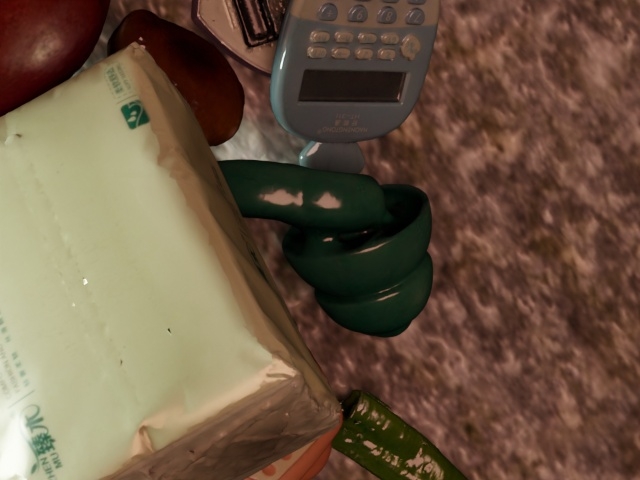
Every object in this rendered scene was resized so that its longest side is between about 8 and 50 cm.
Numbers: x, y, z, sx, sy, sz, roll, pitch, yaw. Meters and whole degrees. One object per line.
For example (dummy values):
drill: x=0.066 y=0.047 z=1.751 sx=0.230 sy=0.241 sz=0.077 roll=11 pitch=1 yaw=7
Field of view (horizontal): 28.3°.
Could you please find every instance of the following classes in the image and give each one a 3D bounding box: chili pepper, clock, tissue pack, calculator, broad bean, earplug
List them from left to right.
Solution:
tissue pack: x=-0.190 y=0.060 z=1.161 sx=0.297 sy=0.207 sz=0.380 roll=-31 pitch=66 yaw=4
broad bean: x=-0.152 y=-0.170 z=1.348 sx=0.165 sy=0.084 sz=0.114 roll=31 pitch=75 yaw=-17
clock: x=-0.053 y=-0.264 z=1.349 sx=0.172 sy=0.064 sz=0.198 roll=-20 pitch=99 yaw=-19
earplug: x=-0.004 y=0.005 z=1.359 sx=0.257 sy=0.164 sz=0.280 roll=-29 pitch=112 yaw=1
calculator: x=0.037 y=-0.201 z=1.350 sx=0.188 sy=0.042 sz=0.303 roll=-3 pitch=123 yaw=-33
chili pepper: x=0.157 y=0.299 z=1.465 sx=0.359 sy=0.076 sz=0.085 roll=37 pitch=109 yaw=-8

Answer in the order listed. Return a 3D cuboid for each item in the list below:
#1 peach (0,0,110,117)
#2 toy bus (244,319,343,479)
peach: x=-0.409 y=-0.280 z=1.150 sx=0.416 sy=0.339 sz=0.353 roll=-3 pitch=121 yaw=-23
toy bus: x=-0.111 y=0.205 z=1.360 sx=0.288 sy=0.194 sz=0.232 roll=-45 pitch=114 yaw=-3
